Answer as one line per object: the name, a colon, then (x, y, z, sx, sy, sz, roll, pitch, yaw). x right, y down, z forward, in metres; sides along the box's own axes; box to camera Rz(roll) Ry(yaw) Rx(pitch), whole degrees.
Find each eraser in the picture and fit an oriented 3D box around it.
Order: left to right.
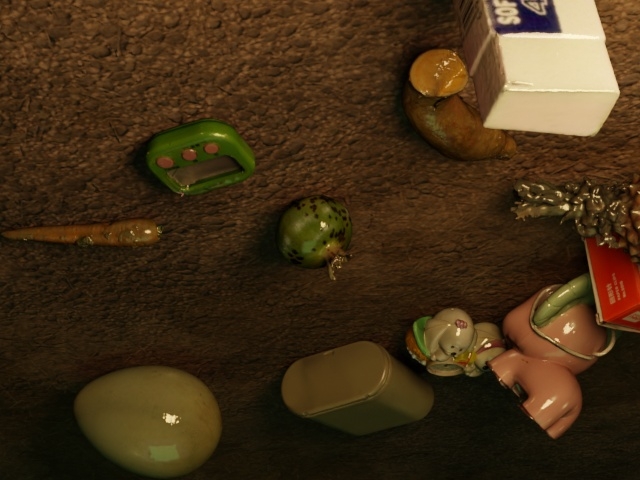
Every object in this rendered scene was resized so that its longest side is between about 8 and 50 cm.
eraser: (0.209, -0.242, 1.167, 0.130, 0.287, 0.086, 2, 148, -11)

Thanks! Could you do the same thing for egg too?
egg: (-0.338, 0.350, 2.212, 0.295, 0.218, 0.218, 10, 149, -4)

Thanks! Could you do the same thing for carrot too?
carrot: (-0.370, -0.011, 1.751, 0.254, 0.049, 0.049, -1, 151, 3)

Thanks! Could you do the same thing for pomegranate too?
pomegranate: (0.000, 0.000, 1.709, 0.122, 0.161, 0.122, -22, 140, -19)

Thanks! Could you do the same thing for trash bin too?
trash bin: (0.079, 0.310, 2.300, 0.243, 0.121, 0.247, -19, 150, 23)

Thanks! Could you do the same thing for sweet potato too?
sweet potato: (0.188, -0.161, 1.513, 0.112, 0.085, 0.286, -25, 146, 24)

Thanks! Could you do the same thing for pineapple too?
pineapple: (0.455, -0.038, 1.647, 0.361, 0.175, 0.175, 13, 150, 2)

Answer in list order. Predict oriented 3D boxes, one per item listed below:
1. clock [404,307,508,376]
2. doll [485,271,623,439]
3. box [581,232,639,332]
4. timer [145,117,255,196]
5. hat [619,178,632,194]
clock: (0.263, 0.193, 2.131, 0.231, 0.103, 0.144, 22, 150, -36)
doll: (0.443, 0.188, 2.032, 0.268, 0.216, 0.284, -42, 144, 6)
box: (0.511, 0.054, 1.840, 0.133, 0.182, 0.099, 12, 147, -32)
timer: (-0.168, -0.116, 1.582, 0.140, 0.047, 0.128, -15, 147, 18)
hat: (0.527, -0.069, 1.758, 0.121, 0.050, 0.121, -3, 148, -2)
